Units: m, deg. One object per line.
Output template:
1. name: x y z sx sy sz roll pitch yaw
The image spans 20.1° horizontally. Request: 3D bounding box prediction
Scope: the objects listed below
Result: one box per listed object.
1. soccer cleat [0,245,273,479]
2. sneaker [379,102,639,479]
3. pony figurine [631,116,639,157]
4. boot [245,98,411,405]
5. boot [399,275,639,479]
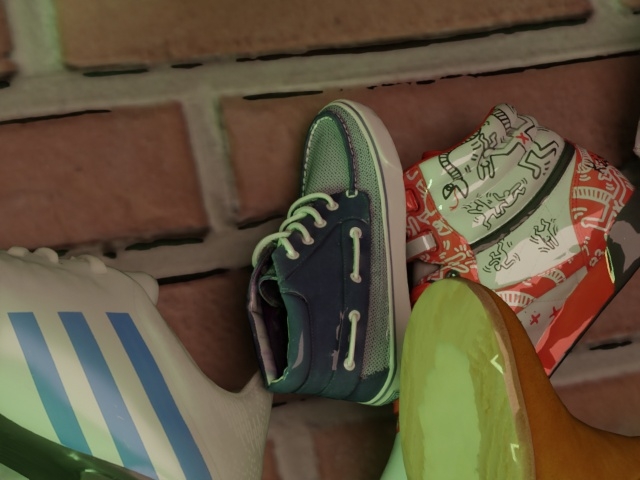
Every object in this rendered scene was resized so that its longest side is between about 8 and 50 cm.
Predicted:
1. soccer cleat: -0.171 0.051 0.982 0.331 0.116 0.143 34 57 -17
2. sneaker: 0.075 0.045 1.085 0.145 0.090 0.270 38 82 4
3. pony figurine: 0.389 -0.152 1.124 0.302 0.363 0.351 4 98 -28
4. boot: 0.000 0.000 1.040 0.086 0.069 0.190 9 62 -36
5. boot: 0.164 0.133 1.022 0.211 0.104 0.295 -21 106 -32
